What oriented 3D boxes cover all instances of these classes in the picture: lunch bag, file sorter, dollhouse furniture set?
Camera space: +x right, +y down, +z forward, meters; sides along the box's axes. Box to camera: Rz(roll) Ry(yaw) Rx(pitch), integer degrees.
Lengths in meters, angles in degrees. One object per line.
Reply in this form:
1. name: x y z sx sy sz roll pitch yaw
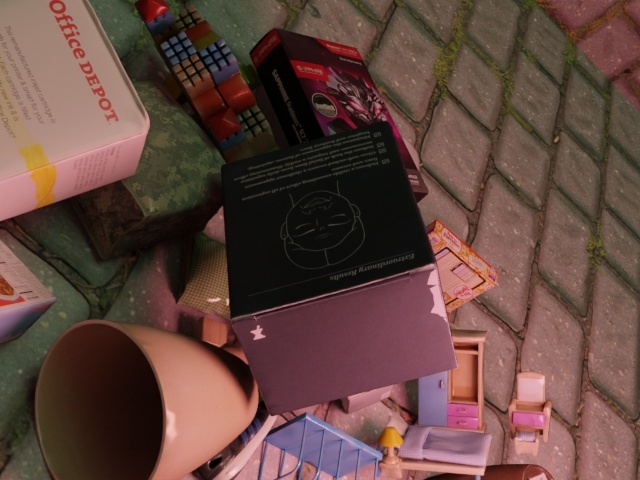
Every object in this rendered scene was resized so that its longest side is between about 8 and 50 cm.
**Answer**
1. lunch bag: -0.318 -0.140 1.690 0.235 0.169 0.287 -20 75 -50
2. file sorter: -0.002 0.382 1.662 0.170 0.118 0.104 33 44 -25
3. dollhouse furniture set: 0.260 0.297 1.793 0.303 0.286 0.198 -34 124 -70
4. dollhouse furniture set: -0.124 0.102 1.723 0.198 0.151 0.301 26 45 -32

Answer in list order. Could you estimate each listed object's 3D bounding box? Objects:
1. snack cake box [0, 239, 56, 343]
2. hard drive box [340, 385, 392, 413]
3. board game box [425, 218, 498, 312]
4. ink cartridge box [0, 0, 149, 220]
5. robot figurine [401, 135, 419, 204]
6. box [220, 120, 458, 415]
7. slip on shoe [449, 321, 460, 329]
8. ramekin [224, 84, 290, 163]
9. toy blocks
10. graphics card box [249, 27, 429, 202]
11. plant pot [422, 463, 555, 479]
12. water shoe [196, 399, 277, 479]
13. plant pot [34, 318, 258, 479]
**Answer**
1. snack cake box: -0.472 0.065 1.318 0.152 0.089 0.264 47 5 3
2. hard drive box: 0.043 0.182 1.811 0.089 0.181 0.232 -22 74 -6
3. board game box: 0.266 0.059 2.179 0.193 0.147 0.045 40 39 -18
4. ink cartridge box: -0.481 -0.180 1.438 0.385 0.160 0.279 -22 76 -25
5. robot figurine: 0.106 -0.092 2.082 0.353 0.200 0.300 -83 157 -44
6. box: 0.019 0.031 1.548 0.395 0.294 0.212 -100 174 -53
7. slip on shoe: 0.134 0.166 2.003 0.331 0.101 0.123 22 81 -20
8. ramekin: -0.088 -0.210 2.029 0.273 0.127 0.273 28 44 -30
9. toy blocks: -0.201 -0.289 1.799 0.381 0.191 0.261 58 -5 16
10. graphics card box: 0.033 -0.220 1.880 0.233 0.094 0.371 4 55 -45
11. plant pot: 0.318 0.496 1.819 0.215 0.230 0.215 28 43 -30
12. water shoe: -0.136 0.307 1.614 0.080 0.073 0.203 43 37 -5
13. plant pot: -0.224 0.235 1.455 0.274 0.256 0.256 1 60 -55
